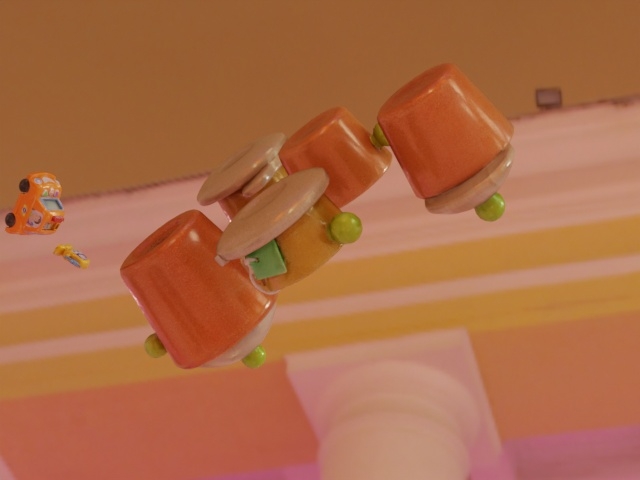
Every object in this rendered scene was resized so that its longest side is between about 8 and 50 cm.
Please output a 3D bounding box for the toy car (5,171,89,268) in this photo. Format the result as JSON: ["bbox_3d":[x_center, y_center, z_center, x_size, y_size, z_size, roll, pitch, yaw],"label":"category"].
[{"bbox_3d":[-0.217,-0.014,1.014,0.040,0.060,0.122,32,-4,24],"label":"toy car"}]

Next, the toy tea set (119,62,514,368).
[{"bbox_3d":[0.000,0.000,0.828,0.124,0.200,0.336,52,-31,-15],"label":"toy tea set"}]
